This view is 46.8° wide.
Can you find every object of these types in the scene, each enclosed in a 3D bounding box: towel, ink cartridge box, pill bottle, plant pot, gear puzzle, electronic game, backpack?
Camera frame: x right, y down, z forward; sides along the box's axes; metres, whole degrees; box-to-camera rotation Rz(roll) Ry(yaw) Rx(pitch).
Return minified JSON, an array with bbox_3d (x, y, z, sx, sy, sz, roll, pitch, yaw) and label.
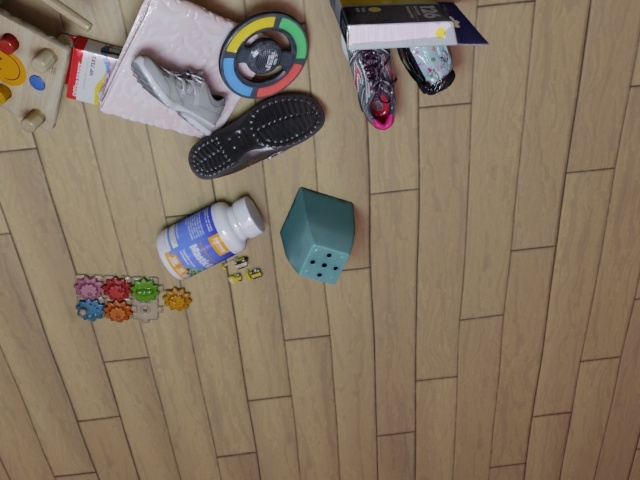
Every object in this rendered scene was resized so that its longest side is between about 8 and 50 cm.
[{"bbox_3d":[-0.318,-0.401,1.748,0.331,0.053,0.317,11,125,-43],"label":"towel"},{"bbox_3d":[0.189,-0.511,1.653,0.307,0.304,0.072,-5,125,-4],"label":"ink cartridge box"},{"bbox_3d":[-0.296,-0.012,2.015,0.272,0.152,0.152,-26,123,11],"label":"pill bottle"},{"bbox_3d":[0.000,0.000,2.010,0.165,0.234,0.166,16,119,-17],"label":"plant pot"},{"bbox_3d":[-0.550,0.184,2.178,0.338,0.044,0.176,3,123,-9],"label":"gear puzzle"},{"bbox_3d":[-0.133,-0.437,1.758,0.229,0.048,0.229,-20,141,-18],"label":"electronic game"},{"bbox_3d":[0.257,-0.460,1.804,0.115,0.152,0.182,-28,110,5],"label":"backpack"},{"bbox_3d":[-0.527,-0.398,1.774,0.230,0.078,0.134,12,123,-14],"label":"ink cartridge box"}]

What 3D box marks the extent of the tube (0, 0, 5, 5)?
[{"bbox_3d":[-0.705,-0.583,1.654,0.207,0.052,0.080,-28,111,19],"label":"tube"}]

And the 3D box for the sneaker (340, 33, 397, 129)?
[{"bbox_3d":[0.135,-0.417,1.824,0.120,0.112,0.299,-18,123,5],"label":"sneaker"}]

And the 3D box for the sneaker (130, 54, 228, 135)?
[{"bbox_3d":[-0.321,-0.355,1.695,0.115,0.105,0.281,-53,148,1],"label":"sneaker"}]

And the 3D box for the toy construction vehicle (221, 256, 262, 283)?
[{"bbox_3d":[-0.231,0.084,2.163,0.098,0.035,0.086,-20,134,9],"label":"toy construction vehicle"}]

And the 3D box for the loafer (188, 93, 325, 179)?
[{"bbox_3d":[-0.165,-0.267,1.899,0.365,0.130,0.134,-22,90,-3],"label":"loafer"}]

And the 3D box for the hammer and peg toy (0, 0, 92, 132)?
[{"bbox_3d":[-0.673,-0.424,1.631,0.265,0.127,0.361,29,133,-6],"label":"hammer and peg toy"}]
